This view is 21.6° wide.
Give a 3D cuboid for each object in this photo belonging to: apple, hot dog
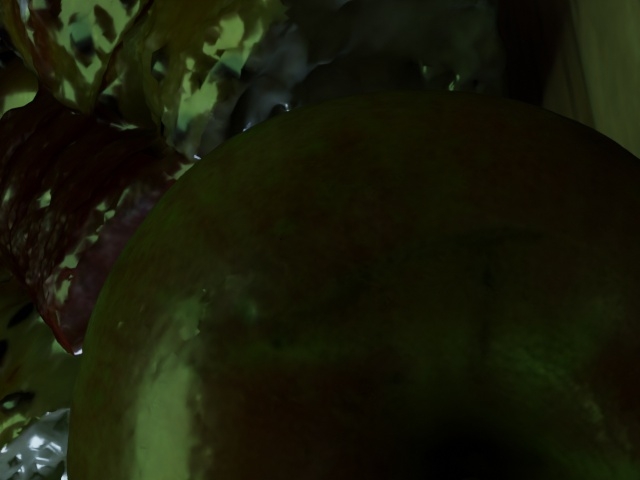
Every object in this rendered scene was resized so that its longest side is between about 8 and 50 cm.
[{"bbox_3d":[0.025,0.051,0.469,0.196,0.196,0.196,-174,90,-74],"label":"apple"},{"bbox_3d":[-0.087,-0.041,0.810,0.367,0.196,0.365,-64,25,22],"label":"hot dog"}]
